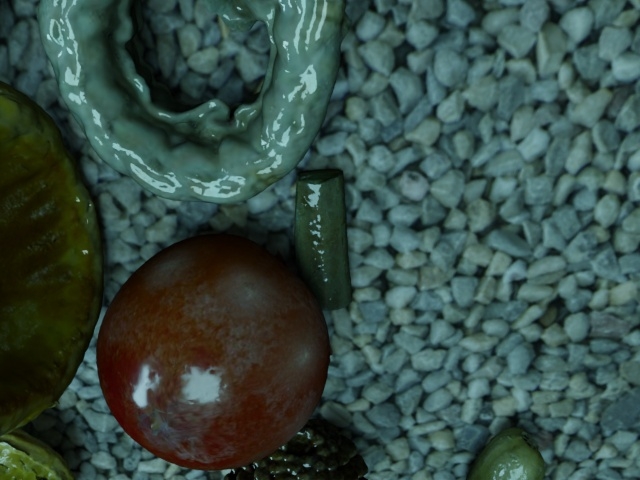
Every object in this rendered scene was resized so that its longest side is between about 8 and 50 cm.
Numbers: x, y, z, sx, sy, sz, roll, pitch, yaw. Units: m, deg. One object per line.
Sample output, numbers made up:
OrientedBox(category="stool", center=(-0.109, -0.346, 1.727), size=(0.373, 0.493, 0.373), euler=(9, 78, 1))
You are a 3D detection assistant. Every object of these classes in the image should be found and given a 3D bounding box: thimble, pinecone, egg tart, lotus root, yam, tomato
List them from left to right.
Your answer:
OrientedBox(category="egg tart", center=(-0.372, 0.025, 0.703), size=(0.169, 0.388, 0.388), euler=(2, 114, 15))
OrientedBox(category="egg tart", center=(-0.489, 0.348, 0.943), size=(0.294, 0.123, 0.294), euler=(0, 136, 0))
OrientedBox(category="thimble", center=(-0.108, -0.198, 0.674), size=(0.291, 0.195, 0.292), euler=(0, 115, 1))
OrientedBox(category="tomato", center=(-0.124, 0.131, 0.778), size=(0.264, 0.265, 0.265), euler=(2, 113, 5))
OrientedBox(category="pinecone", center=(-0.031, 0.335, 0.910), size=(0.184, 0.179, 0.205), euler=(29, 132, 17))
OrientedBox(category="yam", center=(0.000, 0.000, 0.815), size=(0.068, 0.068, 0.169), euler=(-3, 112, 7))
OrientedBox(category="lotus root", center=(0.235, 0.333, 0.922), size=(0.077, 0.090, 0.183), euler=(18, 117, -8))
